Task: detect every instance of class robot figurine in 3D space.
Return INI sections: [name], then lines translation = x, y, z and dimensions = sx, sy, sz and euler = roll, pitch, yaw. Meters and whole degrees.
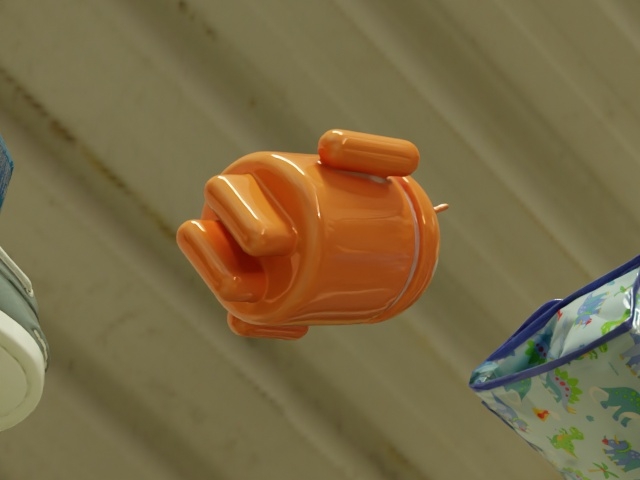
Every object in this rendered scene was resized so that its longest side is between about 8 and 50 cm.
[robot figurine]
translation = 0.001, -0.001, 1.437
dimensions = 0.128, 0.219, 0.158
euler = 4, -89, 43

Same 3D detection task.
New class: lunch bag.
[lunch bag]
translation = 0.189, 0.100, 1.273
dimensions = 0.129, 0.096, 0.151
euler = 44, -53, -13

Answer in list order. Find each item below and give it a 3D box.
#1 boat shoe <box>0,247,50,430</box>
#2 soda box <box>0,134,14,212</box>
[boat shoe]
translation = -0.286, -0.015, 1.168
dimensions = 0.116, 0.099, 0.319
euler = -37, -66, 21
[soda box]
translation = -0.200, 0.040, 0.863
dimensions = 0.071, 0.210, 0.067
euler = 11, -21, 6
